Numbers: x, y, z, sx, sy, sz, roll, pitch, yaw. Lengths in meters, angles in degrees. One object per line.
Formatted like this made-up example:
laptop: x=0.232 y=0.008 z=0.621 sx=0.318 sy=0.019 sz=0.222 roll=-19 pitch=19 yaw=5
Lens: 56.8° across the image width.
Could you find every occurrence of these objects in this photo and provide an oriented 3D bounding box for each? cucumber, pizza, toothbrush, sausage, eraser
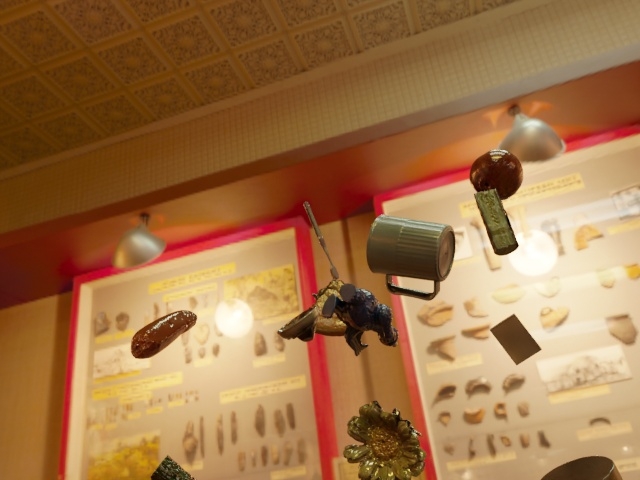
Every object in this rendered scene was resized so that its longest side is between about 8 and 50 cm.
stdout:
cucumber: x=-0.237 y=0.487 z=1.119 sx=0.187 sy=0.058 sz=0.058 roll=41 pitch=-37 yaw=1
pizza: x=0.064 y=0.239 z=2.109 sx=0.290 sy=0.228 sz=0.081 roll=-9 pitch=-31 yaw=0
toothbrush: x=0.000 y=0.000 z=2.371 sx=0.024 sy=0.353 sz=0.029 roll=-11 pitch=-22 yaw=-31
cucumber: x=0.542 y=-0.058 z=1.833 sx=0.078 sy=0.211 sz=0.062 roll=-17 pitch=-28 yaw=8
sausage: x=-0.500 y=0.290 z=1.901 sx=0.097 sy=0.093 sz=0.348 roll=-30 pitch=3 yaw=15
eraser: x=0.663 y=0.337 z=2.012 sx=0.104 sy=0.150 sz=0.023 roll=-38 pitch=-7 yaw=17

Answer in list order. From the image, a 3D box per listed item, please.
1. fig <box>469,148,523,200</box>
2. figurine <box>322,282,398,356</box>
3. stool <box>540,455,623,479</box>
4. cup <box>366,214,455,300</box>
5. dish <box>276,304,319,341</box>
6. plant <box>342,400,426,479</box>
fig: x=0.648 y=-0.249 z=2.167 sx=0.206 sy=0.205 sz=0.205 roll=-6 pitch=-27 yaw=-3
figurine: x=0.126 y=0.210 z=1.629 sx=0.164 sy=0.120 sz=0.262 roll=-19 pitch=-50 yaw=24
stool: x=0.624 y=0.639 z=1.303 sx=0.179 sy=0.264 sz=0.179 roll=-26 pitch=-6 yaw=-3
cup: x=0.381 y=0.068 z=2.494 sx=0.312 sy=0.330 sz=0.257 roll=8 pitch=-10 yaw=30
dish: x=-0.047 y=0.256 z=1.697 sx=0.141 sy=0.078 sz=0.141 roll=-34 pitch=0 yaw=0
plant: x=0.263 y=0.730 z=2.106 sx=0.297 sy=0.305 sz=0.261 roll=21 pitch=-45 yaw=-31
